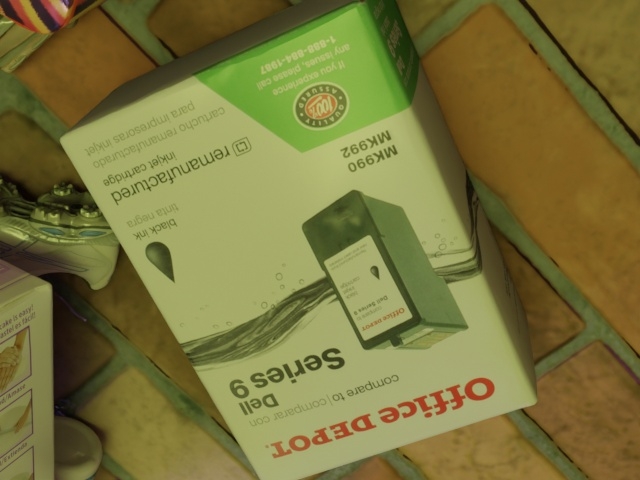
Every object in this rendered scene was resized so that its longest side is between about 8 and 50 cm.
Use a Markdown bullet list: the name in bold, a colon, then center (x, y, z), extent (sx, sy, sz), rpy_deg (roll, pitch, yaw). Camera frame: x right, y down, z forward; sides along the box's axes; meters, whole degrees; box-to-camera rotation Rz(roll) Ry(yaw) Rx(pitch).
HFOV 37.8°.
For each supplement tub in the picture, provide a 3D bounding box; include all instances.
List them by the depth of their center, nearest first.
- **supplement tub**: center (-0.230, 0.207, 0.784), extent (0.071, 0.071, 0.107), rpy_deg (24, 114, -4)

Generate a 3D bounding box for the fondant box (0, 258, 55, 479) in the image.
- **fondant box**: center (-0.314, 0.143, 0.692), extent (0.238, 0.096, 0.330), rpy_deg (23, 124, 22)

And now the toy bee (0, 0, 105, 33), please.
- **toy bee**: center (-0.214, -0.195, 0.571), extent (0.195, 0.298, 0.162), rpy_deg (-25, 145, -18)

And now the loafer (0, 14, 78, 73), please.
- **loafer**: center (-0.184, -0.156, 0.634), extent (0.125, 0.045, 0.039), rpy_deg (-25, 134, 22)

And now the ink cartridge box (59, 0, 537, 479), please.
- **ink cartridge box**: center (0.000, 0.000, 0.633), extent (0.211, 0.121, 0.289), rpy_deg (-21, 111, 16)

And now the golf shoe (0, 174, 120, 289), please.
- **golf shoe**: center (-0.236, -0.002, 0.695), extent (0.176, 0.069, 0.086), rpy_deg (10, 121, 4)
